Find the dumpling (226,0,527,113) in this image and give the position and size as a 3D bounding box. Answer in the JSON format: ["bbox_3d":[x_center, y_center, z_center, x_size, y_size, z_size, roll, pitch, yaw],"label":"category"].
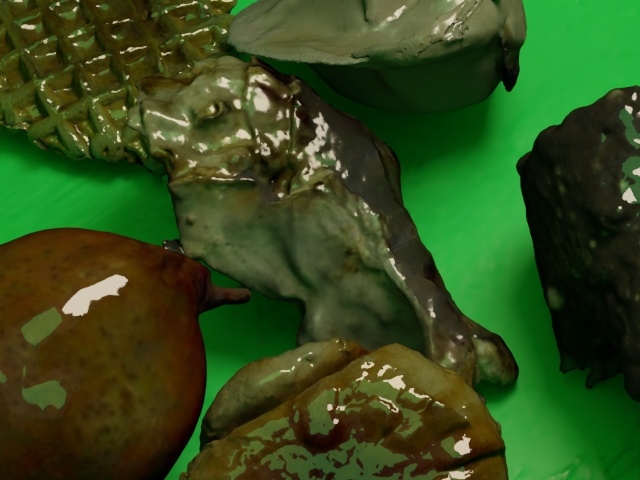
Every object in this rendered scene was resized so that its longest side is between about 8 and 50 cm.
[{"bbox_3d":[0.056,-0.162,1.507,0.204,0.163,0.293,-38,20,8],"label":"dumpling"}]

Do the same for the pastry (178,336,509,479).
[{"bbox_3d":[0.017,0.174,1.285,0.218,0.100,0.229,-11,80,-1],"label":"pastry"}]

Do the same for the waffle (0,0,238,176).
[{"bbox_3d":[-0.170,-0.151,1.573,0.214,0.054,0.208,18,56,11],"label":"waffle"}]

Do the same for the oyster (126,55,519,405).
[{"bbox_3d":[-0.004,0.001,1.403,0.198,0.133,0.337,-23,74,-47],"label":"oyster"}]

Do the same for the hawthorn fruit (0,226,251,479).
[{"bbox_3d":[-0.159,0.086,1.319,0.248,0.208,0.208,-35,60,-11],"label":"hawthorn fruit"}]

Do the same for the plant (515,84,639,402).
[{"bbox_3d":[0.254,0.030,1.337,0.199,0.188,0.276,-20,76,-15],"label":"plant"}]
